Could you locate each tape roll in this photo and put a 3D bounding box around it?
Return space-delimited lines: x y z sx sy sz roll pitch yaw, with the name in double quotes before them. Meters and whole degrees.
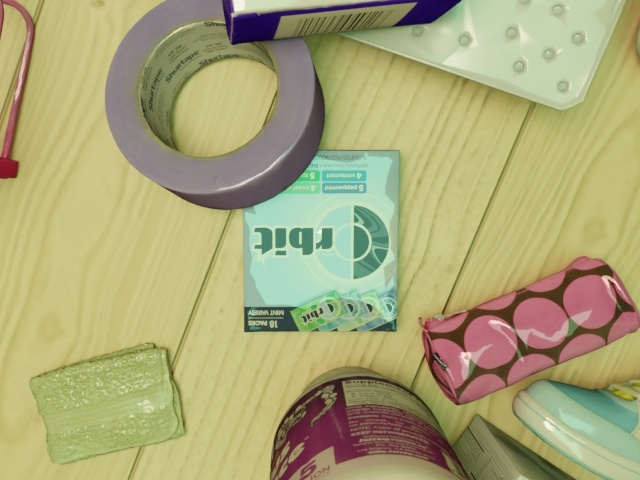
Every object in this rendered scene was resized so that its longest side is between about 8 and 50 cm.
"tape roll" -0.093 -0.127 0.608 0.189 0.080 0.189 -1 82 8

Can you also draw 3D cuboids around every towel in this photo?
"towel" -0.223 0.173 0.693 0.148 0.027 0.110 -13 97 -1

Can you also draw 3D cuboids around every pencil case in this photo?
"pencil case" 0.208 0.087 0.671 0.209 0.095 0.098 -22 82 -2

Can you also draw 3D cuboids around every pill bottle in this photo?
"pill bottle" 0.038 0.214 0.570 0.169 0.301 0.169 0 97 -3

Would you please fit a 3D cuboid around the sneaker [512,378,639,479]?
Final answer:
"sneaker" 0.362 0.149 0.668 0.319 0.127 0.208 21 98 -14

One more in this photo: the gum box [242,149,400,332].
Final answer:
"gum box" 0.000 0.000 0.673 0.157 0.041 0.184 0 96 -1

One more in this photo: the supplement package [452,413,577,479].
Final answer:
"supplement package" 0.194 0.331 0.667 0.194 0.149 0.203 35 95 -6

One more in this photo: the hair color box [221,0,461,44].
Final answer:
"hair color box" -0.003 -0.338 0.501 0.185 0.110 0.339 -9 95 -8

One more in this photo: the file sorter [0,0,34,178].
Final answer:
"file sorter" -0.383 -0.158 0.516 0.202 0.291 0.182 12 94 -4

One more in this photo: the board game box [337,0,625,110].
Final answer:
"board game box" 0.111 -0.361 0.581 0.390 0.050 0.390 21 101 7

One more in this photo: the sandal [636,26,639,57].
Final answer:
"sandal" 0.378 -0.340 0.554 0.169 0.102 0.416 -1 130 -26
